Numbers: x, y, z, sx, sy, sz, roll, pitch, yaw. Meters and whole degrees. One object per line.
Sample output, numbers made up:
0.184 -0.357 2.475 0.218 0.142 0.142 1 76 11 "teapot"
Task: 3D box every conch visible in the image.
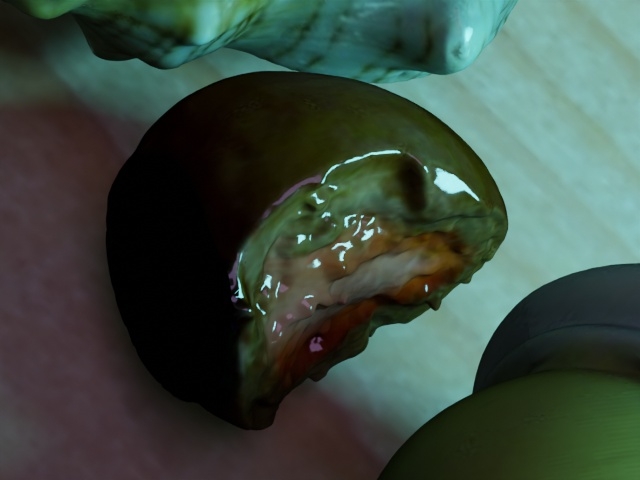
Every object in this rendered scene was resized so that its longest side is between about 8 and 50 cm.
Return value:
0.009 -0.151 0.638 0.386 0.169 0.203 -21 82 -25 "conch"

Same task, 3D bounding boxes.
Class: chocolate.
0.000 0.000 0.603 0.133 0.124 0.127 -4 78 -38 "chocolate"

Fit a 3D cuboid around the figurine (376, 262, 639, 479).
0.021 0.111 0.508 0.382 0.224 0.205 1 63 -19 "figurine"
